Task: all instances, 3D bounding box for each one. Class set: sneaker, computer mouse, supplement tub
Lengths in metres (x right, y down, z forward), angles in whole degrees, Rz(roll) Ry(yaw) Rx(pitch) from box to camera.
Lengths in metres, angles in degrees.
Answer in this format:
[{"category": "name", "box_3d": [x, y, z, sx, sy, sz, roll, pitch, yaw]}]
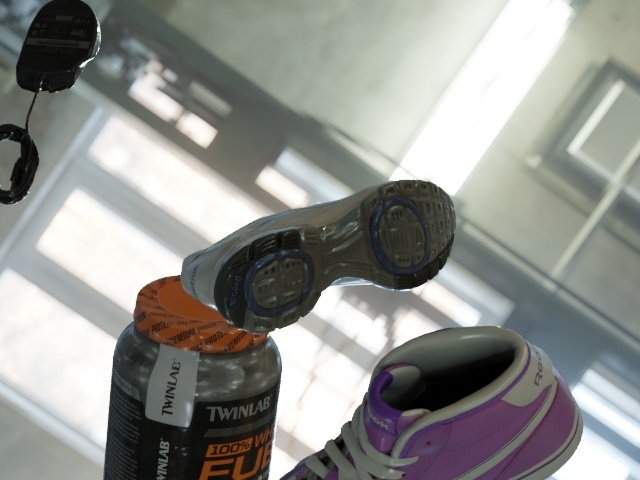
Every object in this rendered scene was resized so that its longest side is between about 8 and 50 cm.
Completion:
[{"category": "sneaker", "box_3d": [0.023, 0.143, 1.203, 0.282, 0.102, 0.161, -34, 147, 4]}, {"category": "sneaker", "box_3d": [0.000, 0.000, 1.756, 0.297, 0.111, 0.129, -13, -163, -34]}, {"category": "computer mouse", "box_3d": [-0.252, -0.125, 1.692, 0.041, 0.071, 0.242, 83, 18, -53]}, {"category": "supplement tub", "box_3d": [-0.147, 0.210, 2.122, 0.193, 0.194, 0.316, -72, 170, -66]}]
